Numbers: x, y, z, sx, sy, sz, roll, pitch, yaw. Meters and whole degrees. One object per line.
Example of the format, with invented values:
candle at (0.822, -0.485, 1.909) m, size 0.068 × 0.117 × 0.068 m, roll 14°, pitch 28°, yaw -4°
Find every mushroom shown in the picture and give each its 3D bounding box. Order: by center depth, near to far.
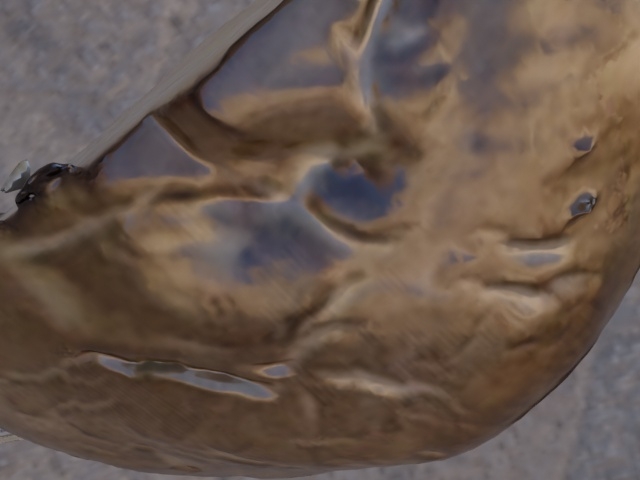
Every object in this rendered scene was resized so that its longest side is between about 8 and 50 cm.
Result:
mushroom at (0.000, 0.000, 0.537) m, size 0.151 × 0.285 × 0.156 m, roll 51°, pitch 25°, yaw -9°

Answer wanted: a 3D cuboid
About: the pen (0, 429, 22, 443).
pen at (-0.207, 0.152, 1.546) m, size 0.028 × 0.239 × 0.028 m, roll 33°, pitch 51°, yaw -55°
